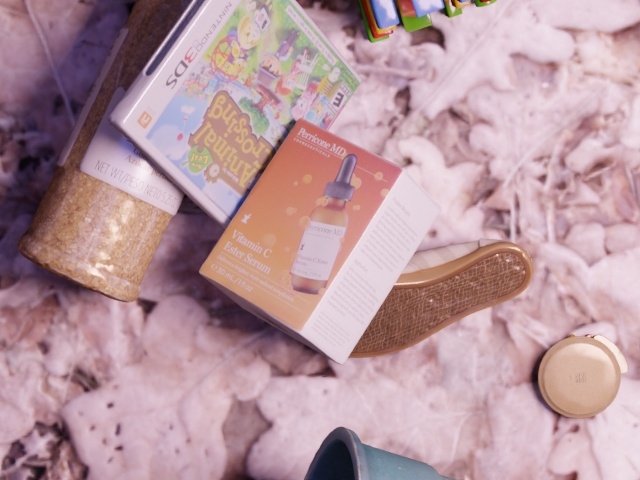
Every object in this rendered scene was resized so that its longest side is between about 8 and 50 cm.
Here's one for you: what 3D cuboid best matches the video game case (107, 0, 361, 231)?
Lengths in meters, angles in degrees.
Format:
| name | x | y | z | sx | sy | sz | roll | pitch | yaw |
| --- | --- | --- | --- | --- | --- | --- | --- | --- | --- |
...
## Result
| name | x | y | z | sx | sy | sz | roll | pitch | yaw |
| --- | --- | --- | --- | --- | --- | --- | --- | --- | --- |
| video game case | -0.069 | -0.125 | 1.591 | 0.023 | 0.212 | 0.193 | 26 | 77 | 41 |

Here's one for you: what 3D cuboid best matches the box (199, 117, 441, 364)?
| name | x | y | z | sx | sy | sz | roll | pitch | yaw |
| --- | --- | --- | --- | --- | --- | --- | --- | --- | --- |
| box | 0.000 | 0.000 | 1.609 | 0.130 | 0.091 | 0.170 | 28 | 82 | 34 |

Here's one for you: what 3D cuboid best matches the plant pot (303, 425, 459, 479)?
| name | x | y | z | sx | sy | sz | roll | pitch | yaw |
| --- | --- | --- | --- | --- | --- | --- | --- | --- | --- |
| plant pot | 0.143 | 0.356 | 1.544 | 0.334 | 0.341 | 0.341 | 11 | 89 | -10 |

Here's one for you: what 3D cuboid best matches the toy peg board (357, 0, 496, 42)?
| name | x | y | z | sx | sy | sz | roll | pitch | yaw |
| --- | --- | --- | --- | --- | --- | --- | --- | --- | --- |
| toy peg board | 0.101 | -0.227 | 1.622 | 0.161 | 0.160 | 0.079 | -19 | 106 | -2 |

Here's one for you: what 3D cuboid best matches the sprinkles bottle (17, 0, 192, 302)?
| name | x | y | z | sx | sy | sz | roll | pitch | yaw |
| --- | --- | --- | --- | --- | --- | --- | --- | --- | --- |
| sprinkles bottle | -0.146 | -0.126 | 1.624 | 0.121 | 0.121 | 0.355 | 25 | 89 | -2 |

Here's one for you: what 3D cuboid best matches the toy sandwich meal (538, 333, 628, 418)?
| name | x | y | z | sx | sy | sz | roll | pitch | yaw |
| --- | --- | --- | --- | --- | --- | --- | --- | --- | --- |
| toy sandwich meal | 0.242 | 0.124 | 1.683 | 0.085 | 0.029 | 0.086 | 0 | 94 | 0 |

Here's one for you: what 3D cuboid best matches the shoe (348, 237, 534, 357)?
| name | x | y | z | sx | sy | sz | roll | pitch | yaw |
| --- | --- | --- | --- | --- | --- | --- | --- | --- | --- |
| shoe | 0.089 | 0.051 | 1.668 | 0.219 | 0.058 | 0.077 | -17 | 110 | 2 |
